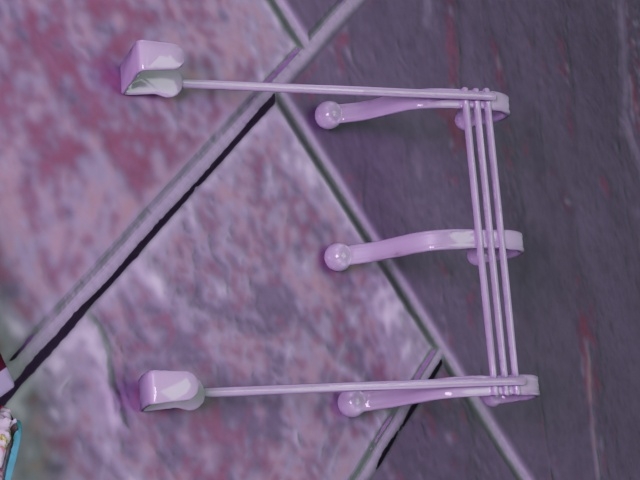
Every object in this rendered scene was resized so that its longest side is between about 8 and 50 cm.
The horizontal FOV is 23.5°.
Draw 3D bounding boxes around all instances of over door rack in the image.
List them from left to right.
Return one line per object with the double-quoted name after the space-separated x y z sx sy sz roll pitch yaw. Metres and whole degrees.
0.000 0.000 1.078 0.324 0.108 0.239 3 75 -33 "over door rack"

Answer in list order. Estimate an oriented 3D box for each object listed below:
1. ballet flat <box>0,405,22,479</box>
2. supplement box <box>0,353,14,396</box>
-0.211 0.190 0.787 0.077 0.091 0.241 17 59 -20 "ballet flat"
-0.259 -0.002 0.769 0.239 0.073 0.130 68 23 -7 "supplement box"
